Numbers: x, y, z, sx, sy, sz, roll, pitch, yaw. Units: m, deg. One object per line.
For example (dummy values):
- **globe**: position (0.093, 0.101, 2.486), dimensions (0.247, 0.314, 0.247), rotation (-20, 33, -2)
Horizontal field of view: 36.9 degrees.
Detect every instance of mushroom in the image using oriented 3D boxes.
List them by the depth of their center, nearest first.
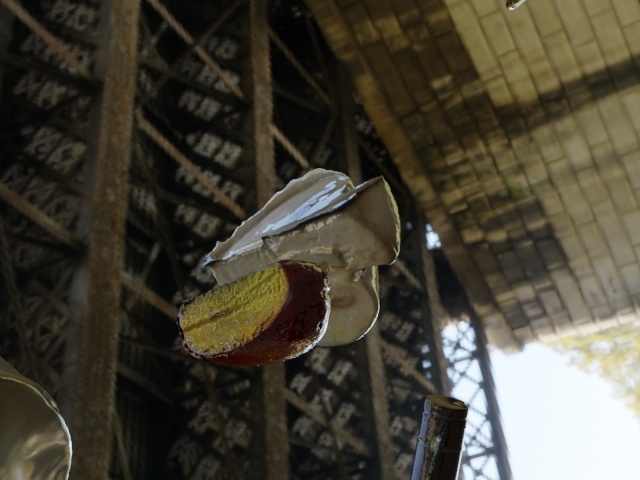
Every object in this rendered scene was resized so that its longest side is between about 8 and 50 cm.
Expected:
- **mushroom**: position (0.015, 0.015, 1.198), dimensions (0.173, 0.236, 0.162), rotation (55, -145, -22)

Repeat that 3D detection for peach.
- **peach**: position (-0.036, 0.045, 0.533), dimensions (0.077, 0.083, 0.050), rotation (119, 145, -63)

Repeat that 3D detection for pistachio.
- **pistachio**: position (-0.292, 0.160, 0.736), dimensions (0.288, 0.197, 0.166), rotation (100, 158, -56)

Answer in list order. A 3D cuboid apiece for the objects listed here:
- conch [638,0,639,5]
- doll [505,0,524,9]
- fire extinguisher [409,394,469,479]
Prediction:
- **conch**: position (0.379, -0.168, 0.887), dimensions (0.172, 0.131, 0.200), rotation (31, -133, -69)
- **doll**: position (0.190, -0.380, 0.922), dimensions (0.167, 0.162, 0.270), rotation (56, -165, -59)
- **fire extinguisher**: position (0.100, 0.225, 0.882), dimensions (0.078, 0.045, 0.157), rotation (-2, -76, -65)
